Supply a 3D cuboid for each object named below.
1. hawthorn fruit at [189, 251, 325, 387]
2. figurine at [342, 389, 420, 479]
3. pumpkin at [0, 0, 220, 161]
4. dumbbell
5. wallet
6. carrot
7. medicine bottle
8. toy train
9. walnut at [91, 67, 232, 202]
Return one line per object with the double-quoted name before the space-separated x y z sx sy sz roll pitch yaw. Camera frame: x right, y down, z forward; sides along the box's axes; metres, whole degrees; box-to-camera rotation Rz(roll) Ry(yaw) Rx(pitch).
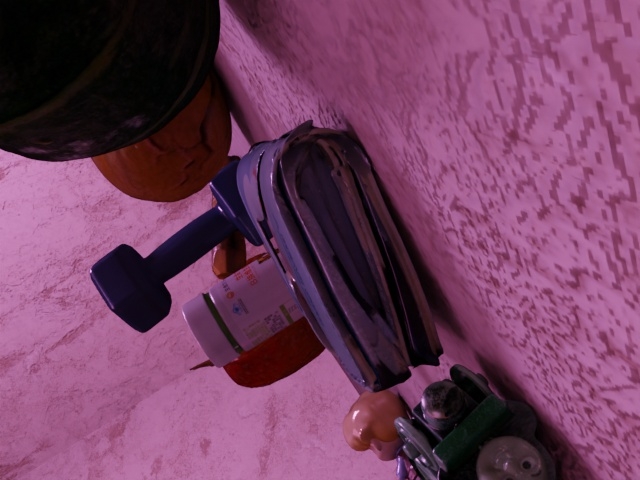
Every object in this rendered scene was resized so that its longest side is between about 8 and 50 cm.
"hawthorn fruit" -0.101 0.156 1.192 0.258 0.262 0.258 24 -166 -6
"figurine" 0.125 0.326 0.959 0.196 0.114 0.108 44 145 21
"pumpkin" -0.196 -0.192 0.368 0.300 0.207 0.300 54 -165 -21
"dumbbell" -0.221 0.007 1.023 0.160 0.324 0.144 52 177 19
"wallet" 0.000 0.000 0.468 0.176 0.075 0.250 66 172 -11
"carrot" -0.176 -0.049 1.159 0.070 0.070 0.260 71 -167 -63
"medicine bottle" -0.060 0.063 0.700 0.086 0.183 0.086 57 173 12
"toy train" 0.107 0.152 0.374 0.104 0.071 0.178 41 165 44
"walnut" -0.216 -0.166 0.788 0.203 0.203 0.298 56 170 20
